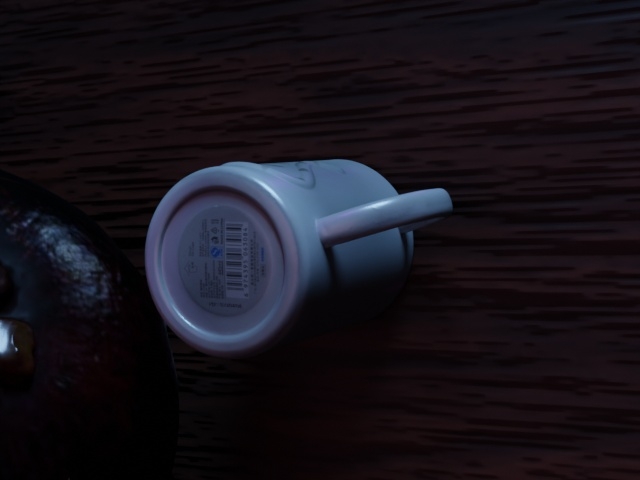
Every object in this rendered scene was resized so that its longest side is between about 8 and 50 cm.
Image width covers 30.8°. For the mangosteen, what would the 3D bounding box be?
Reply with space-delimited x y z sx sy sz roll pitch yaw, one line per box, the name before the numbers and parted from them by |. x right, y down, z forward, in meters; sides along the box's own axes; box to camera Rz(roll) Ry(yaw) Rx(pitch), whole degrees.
mangosteen | -0.243 0.114 0.698 0.307 0.307 0.347 60 148 16

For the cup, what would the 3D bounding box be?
cup | -0.008 -0.006 0.625 0.099 0.133 0.136 49 114 17
